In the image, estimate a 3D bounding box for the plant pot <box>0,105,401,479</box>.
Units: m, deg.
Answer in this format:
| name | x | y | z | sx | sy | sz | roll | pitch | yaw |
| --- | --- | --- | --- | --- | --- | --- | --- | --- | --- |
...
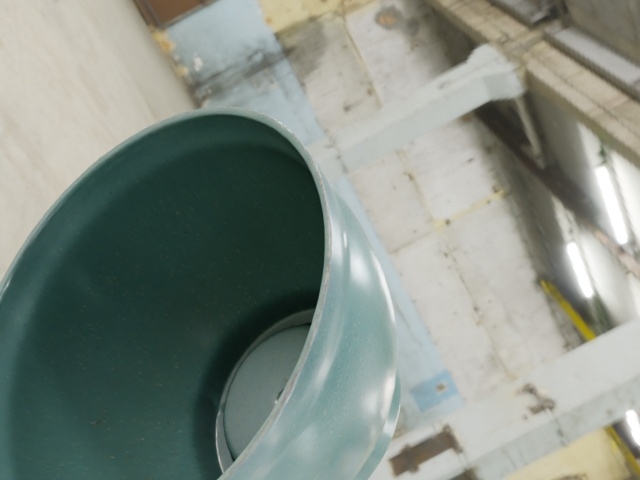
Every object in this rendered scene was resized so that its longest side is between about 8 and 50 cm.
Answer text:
| name | x | y | z | sx | sy | sz | roll | pitch | yaw |
| --- | --- | --- | --- | --- | --- | --- | --- | --- | --- |
| plant pot | -0.065 | 0.086 | 0.592 | 0.196 | 0.293 | 0.293 | 40 | 17 | -44 |
